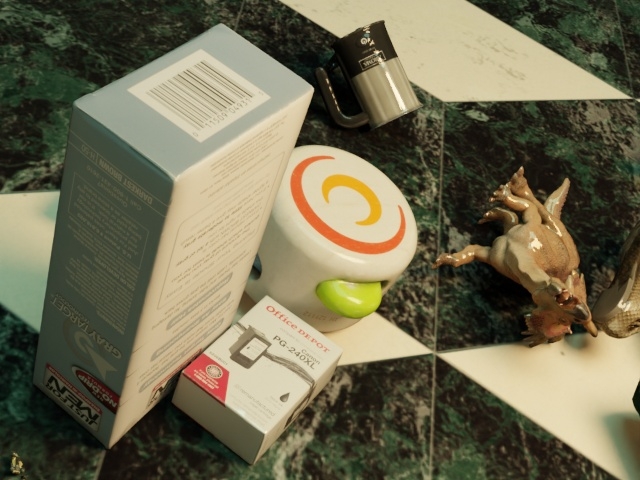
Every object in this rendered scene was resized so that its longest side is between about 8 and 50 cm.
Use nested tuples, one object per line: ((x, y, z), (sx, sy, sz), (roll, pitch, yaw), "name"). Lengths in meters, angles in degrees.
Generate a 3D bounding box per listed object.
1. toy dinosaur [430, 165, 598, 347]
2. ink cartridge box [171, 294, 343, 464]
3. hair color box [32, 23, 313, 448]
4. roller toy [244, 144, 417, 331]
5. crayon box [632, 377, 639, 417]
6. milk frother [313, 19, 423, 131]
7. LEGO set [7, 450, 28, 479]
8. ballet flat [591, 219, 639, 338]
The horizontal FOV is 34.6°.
((0.278, 0.028, 1.285), (0.200, 0.127, 0.295), (41, 34, 10), "toy dinosaur")
((-0.063, 0.141, 1.074), (0.109, 0.063, 0.150), (34, 45, 13), "ink cartridge box")
((-0.146, 0.007, 0.947), (0.113, 0.374, 0.185), (36, 45, 15), "hair color box")
((0.000, 0.000, 1.178), (0.191, 0.146, 0.209), (38, 41, 2), "roller toy")
((0.530, 0.215, 1.111), (0.322, 0.083, 0.203), (-11, 57, 0), "crayon box")
((0.067, -0.228, 1.473), (0.135, 0.129, 0.143), (66, 18, -4), "milk frother")
((-0.310, 0.220, 0.936), (0.083, 0.023, 0.054), (9, 45, -31), "LEGO set")
((0.409, 0.029, 1.272), (0.058, 0.084, 0.250), (43, 56, -7), "ballet flat")
